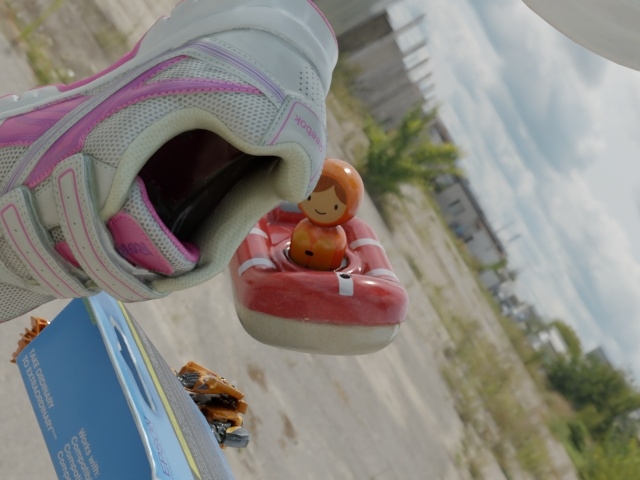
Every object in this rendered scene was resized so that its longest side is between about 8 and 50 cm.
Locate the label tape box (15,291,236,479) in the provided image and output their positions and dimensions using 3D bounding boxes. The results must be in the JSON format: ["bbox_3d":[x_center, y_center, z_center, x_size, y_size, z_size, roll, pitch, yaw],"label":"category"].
[{"bbox_3d":[-0.149,0.190,0.935,0.249,0.115,0.347,58,-4,37],"label":"label tape box"}]

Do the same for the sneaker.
[{"bbox_3d":[-0.102,-0.022,0.538,0.103,0.252,0.111,46,22,-35],"label":"sneaker"}]

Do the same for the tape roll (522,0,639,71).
[{"bbox_3d":[0.193,-0.214,0.507,0.286,0.286,0.100,59,18,-11],"label":"tape roll"}]

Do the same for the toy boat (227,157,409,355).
[{"bbox_3d":[0.000,0.000,1.012,0.231,0.151,0.151,-112,-150,-61],"label":"toy boat"}]

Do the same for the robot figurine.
[{"bbox_3d":[-0.217,0.178,1.379,0.291,0.085,0.211,20,-1,-26],"label":"robot figurine"}]
